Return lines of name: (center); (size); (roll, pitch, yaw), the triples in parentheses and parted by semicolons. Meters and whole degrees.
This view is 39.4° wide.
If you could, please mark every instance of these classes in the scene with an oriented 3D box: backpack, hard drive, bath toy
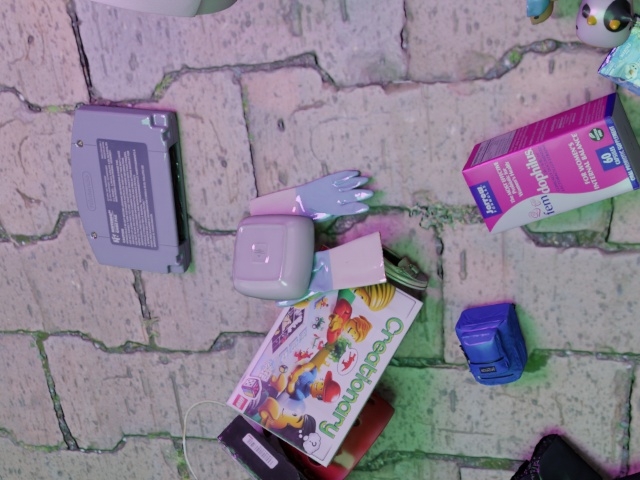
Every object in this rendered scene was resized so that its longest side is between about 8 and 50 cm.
backpack: (0.272, 0.176, 1.431); (0.098, 0.101, 0.120); (-9, 115, 32)
hard drive: (-0.067, 0.419, 1.555); (0.237, 0.339, 0.064); (42, 78, 10)
bath toy: (0.439, -0.306, 1.108); (0.348, 0.129, 0.151); (9, 115, 15)

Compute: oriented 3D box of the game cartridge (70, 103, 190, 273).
game cartridge: (-0.334, -0.089, 1.555); (0.198, 0.062, 0.297); (10, 118, 21)

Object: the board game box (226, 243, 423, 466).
board game box: (0.009, 0.185, 1.453); (0.193, 0.053, 0.305); (30, 84, 10)

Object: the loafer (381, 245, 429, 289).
loafer: (0.121, 0.038, 1.453); (0.125, 0.045, 0.039); (26, 115, 10)

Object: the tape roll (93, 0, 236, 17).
tape roll: (-0.278, -0.414, 1.175); (0.392, 0.392, 0.072); (28, 121, 6)

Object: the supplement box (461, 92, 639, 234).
supplement box: (0.327, -0.106, 1.262); (0.220, 0.114, 0.111); (-20, 108, 29)

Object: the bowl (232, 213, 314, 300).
bowl: (-0.083, 0.023, 1.436); (0.142, 0.053, 0.142); (1, 82, 29)

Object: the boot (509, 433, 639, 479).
boot: (0.454, 0.392, 1.467); (0.207, 0.094, 0.246); (45, 102, 12)

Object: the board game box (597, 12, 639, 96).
board game box: (0.438, -0.244, 1.204); (0.090, 0.020, 0.090); (30, 122, 4)

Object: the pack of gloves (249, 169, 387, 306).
pack of gloves: (0.000, 0.000, 1.448); (0.232, 0.046, 0.195); (-16, 74, 28)

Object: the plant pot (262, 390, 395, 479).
plant pot: (0.007, 0.315, 1.553); (0.174, 0.191, 0.191); (38, 122, 9)
